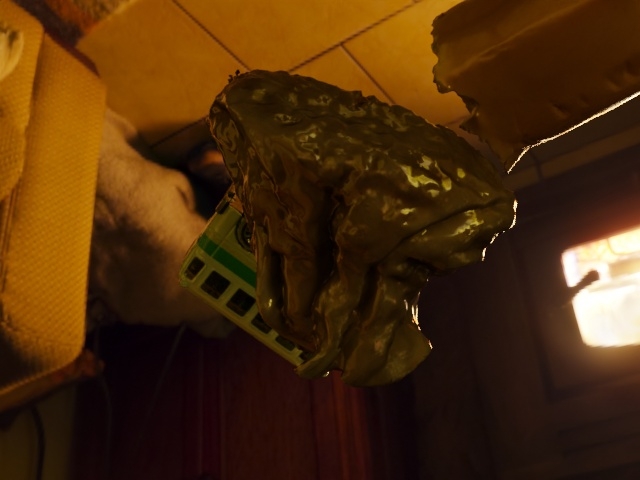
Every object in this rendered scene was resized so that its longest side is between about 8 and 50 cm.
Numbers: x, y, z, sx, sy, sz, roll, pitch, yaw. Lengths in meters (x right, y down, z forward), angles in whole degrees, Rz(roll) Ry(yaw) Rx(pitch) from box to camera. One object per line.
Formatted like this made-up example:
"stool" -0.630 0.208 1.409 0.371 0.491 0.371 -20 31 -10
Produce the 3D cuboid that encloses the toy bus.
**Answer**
"toy bus" -0.047 0.059 1.047 0.276 0.134 0.165 37 106 -9

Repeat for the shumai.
"shumai" 0.003 0.000 0.537 0.218 0.185 0.184 25 167 -11

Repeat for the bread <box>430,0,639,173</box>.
"bread" 0.175 -0.140 0.560 0.173 0.085 0.134 -30 120 25
